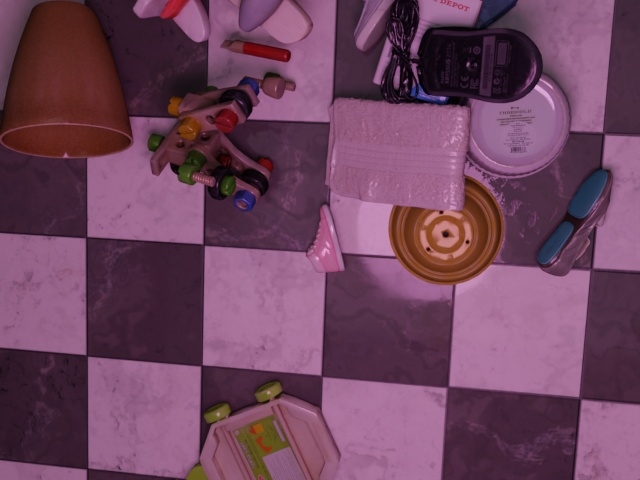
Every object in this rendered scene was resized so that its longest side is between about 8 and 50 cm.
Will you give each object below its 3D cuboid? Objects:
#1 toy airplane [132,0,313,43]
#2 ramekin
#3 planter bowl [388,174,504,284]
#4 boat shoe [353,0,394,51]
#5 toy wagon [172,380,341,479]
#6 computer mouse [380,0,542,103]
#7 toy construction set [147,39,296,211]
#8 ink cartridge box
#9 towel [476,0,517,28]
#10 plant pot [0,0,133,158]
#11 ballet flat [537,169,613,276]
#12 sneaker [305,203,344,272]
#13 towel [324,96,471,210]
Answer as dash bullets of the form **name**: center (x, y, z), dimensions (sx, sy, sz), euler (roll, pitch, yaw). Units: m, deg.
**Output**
- **toy airplane**: center (-0.200, -0.532, 1.320), dimensions (0.385, 0.272, 0.385), euler (2, 97, 12)
- **ramekin**: center (0.344, -0.211, 1.361), dimensions (0.207, 0.109, 0.207), euler (1, 98, 8)
- **planter bowl**: center (0.231, -0.016, 1.415), dimensions (0.217, 0.090, 0.217), euler (1, 98, 9)
- **boat shoe**: center (0.111, -0.455, 1.388), dimensions (0.081, 0.079, 0.228), euler (32, 96, 13)
- **toy wagon**: center (-0.139, 0.447, 1.548), dimensions (0.344, 0.068, 0.267), euler (-23, 93, 12)
- **computer mouse**: center (0.241, -0.306, 1.283), dimensions (0.272, 0.072, 0.189), euler (15, 112, 25)
- **toy construction set**: center (-0.205, -0.226, 1.410), dimensions (0.237, 0.257, 0.309), euler (17, 79, 19)
- **ink cartridge box**: center (0.192, -0.351, 1.360), dimensions (0.139, 0.082, 0.191), euler (22, 109, 11)
- **towel**: center (0.290, -0.418, 1.382), dimensions (0.119, 0.029, 0.067), euler (-35, 93, 13)
- **plant pot**: center (-0.475, -0.305, 1.435), dimensions (0.237, 0.237, 0.255), euler (-5, 83, 10)
- **ballet flat**: center (0.474, -0.028, 1.395), dimensions (0.068, 0.072, 0.213), euler (26, 103, -23)
- **sneaker**: center (0.000, 0.000, 1.473), dimensions (0.070, 0.051, 0.134), euler (-12, 100, 5)
- **towel**: center (0.132, -0.159, 1.382), dimensions (0.282, 0.049, 0.187), euler (9, 101, 32)
